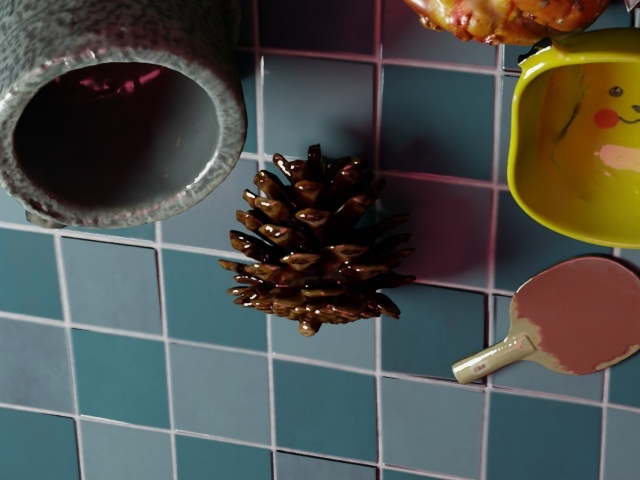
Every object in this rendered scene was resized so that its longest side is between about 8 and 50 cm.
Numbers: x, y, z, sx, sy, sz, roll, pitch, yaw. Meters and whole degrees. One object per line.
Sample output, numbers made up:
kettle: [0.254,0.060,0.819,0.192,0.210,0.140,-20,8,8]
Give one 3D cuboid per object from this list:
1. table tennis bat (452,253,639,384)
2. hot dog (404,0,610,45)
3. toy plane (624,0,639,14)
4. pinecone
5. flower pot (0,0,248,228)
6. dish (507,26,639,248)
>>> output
table tennis bat: [0.240,0.096,1.808,0.234,0.022,0.131,-29,107,29]
hot dog: [0.145,-0.267,1.553,0.257,0.153,0.150,29,123,1]
toy plane: [0.334,-0.254,1.552,0.162,0.065,0.171,-11,120,36]
pinecone: [0.000,0.000,1.743,0.208,0.208,0.207,8,121,14]
flower pot: [-0.198,-0.176,1.659,0.299,0.283,0.299,-9,139,-8]
dish: [0.284,-0.115,1.596,0.221,0.108,0.262,2,139,16]
